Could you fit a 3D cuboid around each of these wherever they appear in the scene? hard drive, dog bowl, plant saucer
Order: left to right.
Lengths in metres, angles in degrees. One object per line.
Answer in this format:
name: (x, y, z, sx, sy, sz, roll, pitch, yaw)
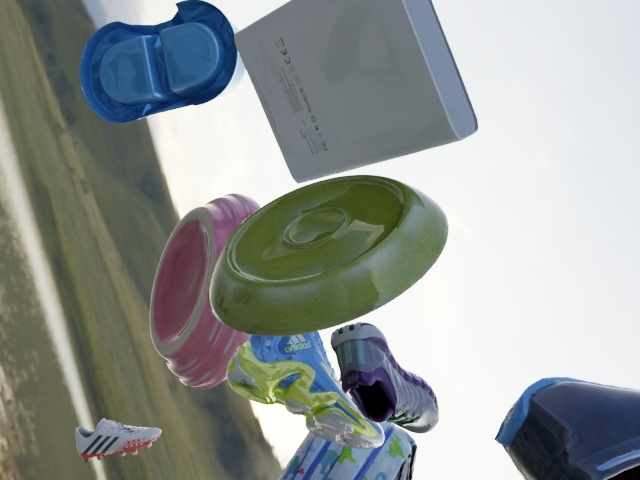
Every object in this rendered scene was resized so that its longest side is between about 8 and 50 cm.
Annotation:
dog bowl: (-0.252, -0.287, 1.486, 0.074, 0.297, 0.166, -13, 93, -68)
plant saucer: (-0.197, 0.076, 1.504, 0.332, 0.084, 0.332, -35, -133, 49)
plant saucer: (0.000, 0.000, 0.859, 0.241, 0.240, 0.037, 45, -21, 60)
hard drive: (0.025, -0.181, 1.010, 0.307, 0.040, 0.203, -9, -74, 56)

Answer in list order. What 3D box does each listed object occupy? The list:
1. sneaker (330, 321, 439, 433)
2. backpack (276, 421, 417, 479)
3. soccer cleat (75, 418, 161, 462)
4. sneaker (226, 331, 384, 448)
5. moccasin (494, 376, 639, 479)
sneaker: (0.077, 0.195, 1.086, 0.224, 0.083, 0.098, 48, 28, -38)
backpack: (0.027, 0.469, 1.648, 0.273, 0.355, 0.290, 48, 8, 15)
soccer cleat: (-0.187, 0.178, 0.831, 0.029, 0.083, 0.036, -42, 116, -73)
sneaker: (-0.002, 0.179, 1.191, 0.091, 0.240, 0.126, -23, -140, 54)
moccasin: (0.302, 0.199, 0.764, 0.117, 0.341, 0.138, -125, -135, -54)
